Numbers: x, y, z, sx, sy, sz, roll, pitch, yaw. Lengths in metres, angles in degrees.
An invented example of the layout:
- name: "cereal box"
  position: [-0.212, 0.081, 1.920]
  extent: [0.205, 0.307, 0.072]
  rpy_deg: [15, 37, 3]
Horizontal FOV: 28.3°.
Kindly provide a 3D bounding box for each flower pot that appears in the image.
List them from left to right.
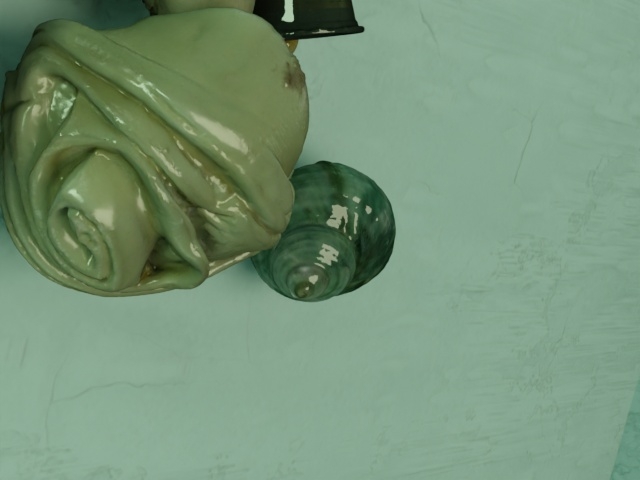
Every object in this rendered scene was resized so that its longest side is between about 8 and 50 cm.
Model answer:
- name: "flower pot"
  position: [-0.031, -0.286, 1.473]
  extent: [0.157, 0.157, 0.107]
  rpy_deg: [-13, 99, -49]

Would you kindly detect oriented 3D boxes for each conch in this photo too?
- name: "conch"
  position: [0.000, 0.000, 1.711]
  extent: [0.277, 0.195, 0.220]
  rpy_deg: [-69, 171, -64]

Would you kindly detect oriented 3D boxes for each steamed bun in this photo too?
- name: "steamed bun"
  position: [-0.172, -0.060, 1.295]
  extent: [0.310, 0.324, 0.219]
  rpy_deg: [94, -7, -45]

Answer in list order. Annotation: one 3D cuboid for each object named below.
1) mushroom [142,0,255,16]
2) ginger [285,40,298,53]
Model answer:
- name: "mushroom"
  position: [-0.160, -0.280, 1.365]
  extent: [0.209, 0.206, 0.206]
  rpy_deg: [-33, 134, -10]
- name: "ginger"
  position: [-0.029, -0.315, 1.596]
  extent: [0.205, 0.081, 0.115]
  rpy_deg: [-52, 123, -14]
